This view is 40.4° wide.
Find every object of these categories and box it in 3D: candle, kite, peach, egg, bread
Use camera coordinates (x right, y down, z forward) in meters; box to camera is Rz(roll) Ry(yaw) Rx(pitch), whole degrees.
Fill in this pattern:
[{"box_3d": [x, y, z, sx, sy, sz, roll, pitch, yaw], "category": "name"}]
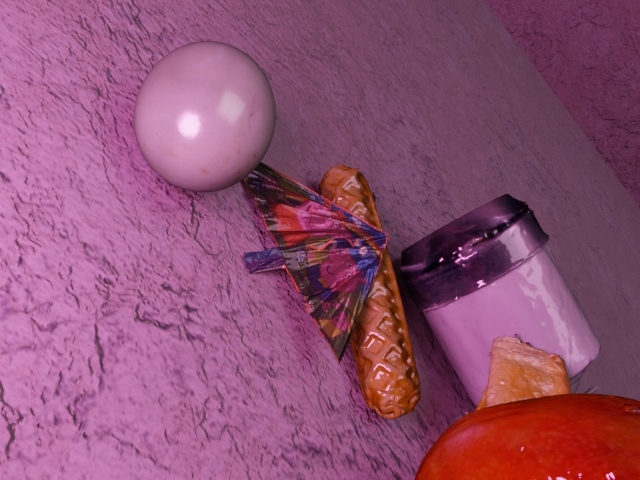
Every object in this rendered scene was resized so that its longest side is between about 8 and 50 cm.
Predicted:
[{"box_3d": [0.274, 0.118, 1.270, 0.343, 0.221, 0.221, 61, 28, 0], "category": "candle"}, {"box_3d": [0.000, 0.000, 1.067, 0.233, 0.016, 0.321, -10, 63, -37], "category": "kite"}, {"box_3d": [0.262, 0.323, 0.907, 0.372, 0.372, 0.290, 43, 35, -28], "category": "peach"}, {"box_3d": [-0.122, -0.135, 0.935, 0.149, 0.149, 0.192, 46, 27, -24], "category": "egg"}, {"box_3d": [0.060, 0.057, 1.133, 0.077, 0.084, 0.368, -6, 58, -12], "category": "bread"}, {"box_3d": [0.253, 0.237, 1.150, 0.140, 0.160, 0.169, 19, 45, -1], "category": "bread"}]
